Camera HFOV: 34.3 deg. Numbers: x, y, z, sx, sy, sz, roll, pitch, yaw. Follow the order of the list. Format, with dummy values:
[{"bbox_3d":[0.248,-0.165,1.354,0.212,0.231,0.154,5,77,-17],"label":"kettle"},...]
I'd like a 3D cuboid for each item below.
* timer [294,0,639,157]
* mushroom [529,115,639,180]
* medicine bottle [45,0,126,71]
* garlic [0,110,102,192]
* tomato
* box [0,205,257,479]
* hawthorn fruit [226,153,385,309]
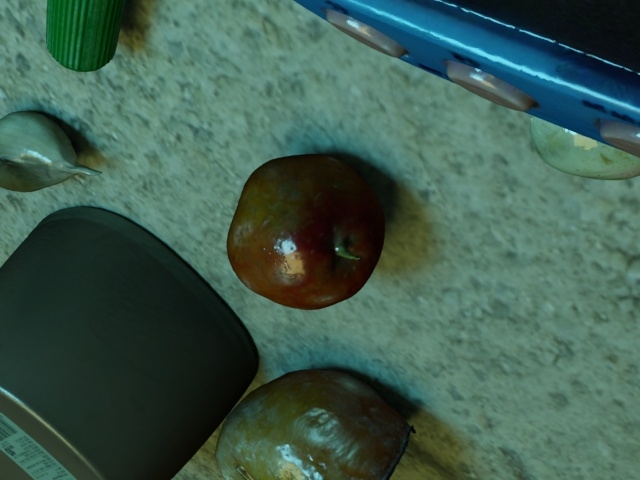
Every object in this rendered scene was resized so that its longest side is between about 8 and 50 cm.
[{"bbox_3d":[0.084,-0.140,0.465,0.340,0.115,0.309,27,-179,26],"label":"timer"},{"bbox_3d":[0.169,-0.071,0.632,0.083,0.067,0.083,4,175,0],"label":"mushroom"},{"bbox_3d":[-0.148,-0.233,0.703,0.111,0.076,0.309,34,144,5],"label":"medicine bottle"},{"bbox_3d":[-0.272,-0.086,0.978,0.084,0.066,0.152,25,157,-34],"label":"garlic"},{"bbox_3d":[-0.023,0.211,1.007,0.155,0.181,0.214,40,140,6],"label":"tomato"},{"bbox_3d":[-0.246,0.140,1.073,0.301,0.216,0.301,22,140,20],"label":"box"},{"bbox_3d":[-0.004,0.001,0.797,0.140,0.125,0.125,41,149,30],"label":"hawthorn fruit"}]
